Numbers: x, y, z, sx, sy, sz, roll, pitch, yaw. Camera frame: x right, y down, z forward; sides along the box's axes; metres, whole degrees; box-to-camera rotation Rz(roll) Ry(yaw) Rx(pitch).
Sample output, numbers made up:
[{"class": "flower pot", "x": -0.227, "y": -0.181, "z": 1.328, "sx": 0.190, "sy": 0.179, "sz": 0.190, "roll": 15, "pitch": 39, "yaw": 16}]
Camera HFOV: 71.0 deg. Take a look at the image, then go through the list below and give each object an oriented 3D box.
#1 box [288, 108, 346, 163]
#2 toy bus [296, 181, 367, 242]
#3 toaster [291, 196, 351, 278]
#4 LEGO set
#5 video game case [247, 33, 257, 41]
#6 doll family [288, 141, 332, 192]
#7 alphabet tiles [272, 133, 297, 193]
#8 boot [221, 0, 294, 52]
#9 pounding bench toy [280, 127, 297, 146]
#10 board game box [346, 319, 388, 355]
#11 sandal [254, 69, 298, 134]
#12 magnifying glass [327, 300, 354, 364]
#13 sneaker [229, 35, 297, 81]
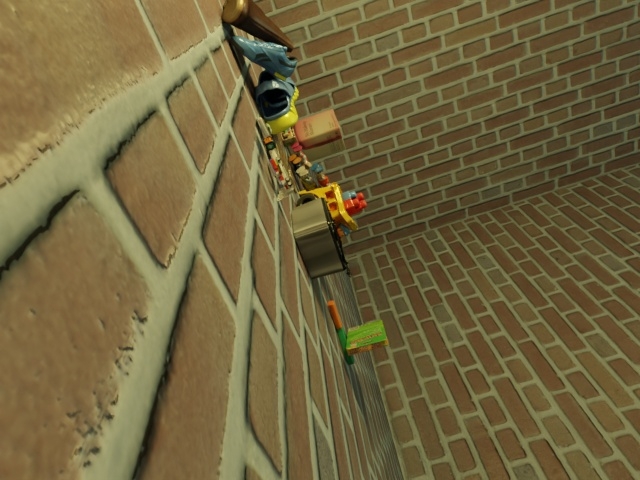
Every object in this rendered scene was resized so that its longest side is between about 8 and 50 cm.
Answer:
[{"class": "box", "x": -0.027, "y": -0.438, "z": 1.917, "sx": 0.126, "sy": 0.233, "sz": 0.148, "roll": 67, "pitch": 6, "yaw": -49}, {"class": "toy bus", "x": 0.050, "y": -0.072, "z": 1.443, "sx": 0.149, "sy": 0.212, "sz": 0.220, "roll": 53, "pitch": 21, "yaw": -64}, {"class": "toaster", "x": 0.000, "y": 0.000, "z": 1.234, "sx": 0.185, "sy": 0.110, "sz": 0.167, "roll": -102, "pitch": 172, "yaw": -57}, {"class": "LEGO set", "x": -0.123, "y": -0.206, "z": 1.103, "sx": 0.244, "sy": 0.060, "sz": 0.182, "roll": -120, "pitch": -175, "yaw": -70}, {"class": "video game case", "x": -0.281, "y": -0.835, "z": 1.768, "sx": 0.183, "sy": 0.023, "sz": 0.201, "roll": -92, "pitch": 164, "yaw": -76}, {"class": "doll family", "x": -0.058, "y": -0.250, "z": 1.745, "sx": 0.263, "sy": 0.118, "sz": 0.163, "roll": 52, "pitch": -3, "yaw": 39}, {"class": "alphabet tiles", "x": -0.132, "y": -0.298, "z": 1.502, "sx": 0.198, "sy": 0.009, "sz": 0.237, "roll": 59, "pitch": 13, "yaw": -70}, {"class": "boot", "x": -0.156, "y": -0.580, "z": 1.207, "sx": 0.207, "sy": 0.090, "sz": 0.248, "roll": 25, "pitch": 21, "yaw": -25}, {"class": "pounding bench toy", "x": -0.128, "y": -0.414, "z": 1.735, "sx": 0.083, "sy": 0.052, "sz": 0.065, "roll": 58, "pitch": 15, "yaw": -73}, {"class": "board game box", "x": 0.145, "y": 0.305, "z": 1.419, "sx": 0.259, "sy": 0.124, "sz": 0.039, "roll": 5, "pitch": 70, "yaw": -85}, {"class": "sandal", "x": -0.138, "y": -0.451, "z": 1.347, "sx": 0.317, "sy": 0.126, "sz": 0.138, "roll": -105, "pitch": 171, "yaw": -50}, {"class": "magnifying glass", "x": 0.068, "y": 0.297, "z": 1.442, "sx": 0.092, "sy": 0.026, "sz": 0.230, "roll": -95, "pitch": 165, "yaw": -70}, {"class": "sneaker", "x": -0.147, "y": -0.504, "z": 1.196, "sx": 0.210, "sy": 0.082, "sz": 0.069, "roll": 13, "pitch": 34, "yaw": -48}]
